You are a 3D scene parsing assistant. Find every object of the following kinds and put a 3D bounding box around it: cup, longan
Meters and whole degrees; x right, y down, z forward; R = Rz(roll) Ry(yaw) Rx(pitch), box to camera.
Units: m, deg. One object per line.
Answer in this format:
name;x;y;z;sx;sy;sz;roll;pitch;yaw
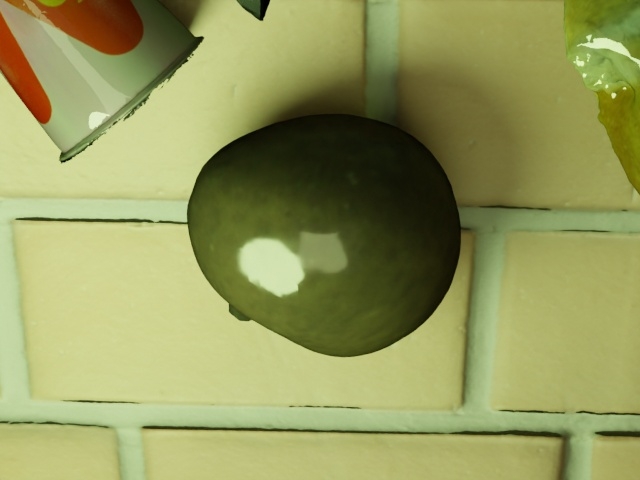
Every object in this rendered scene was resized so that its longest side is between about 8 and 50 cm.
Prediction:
cup;-0.282;-0.246;1.346;0.203;0.203;0.288;-36;104;19
longan;0.000;0.000;1.431;0.300;0.243;0.300;7;122;12

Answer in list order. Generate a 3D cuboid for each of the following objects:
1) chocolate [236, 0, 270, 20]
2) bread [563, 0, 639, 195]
chocolate;-0.185;-0.403;1.151;0.332;0.383;0.383;6;118;-2
bread;0.384;-0.173;1.289;0.239;0.264;0.395;-30;108;32
